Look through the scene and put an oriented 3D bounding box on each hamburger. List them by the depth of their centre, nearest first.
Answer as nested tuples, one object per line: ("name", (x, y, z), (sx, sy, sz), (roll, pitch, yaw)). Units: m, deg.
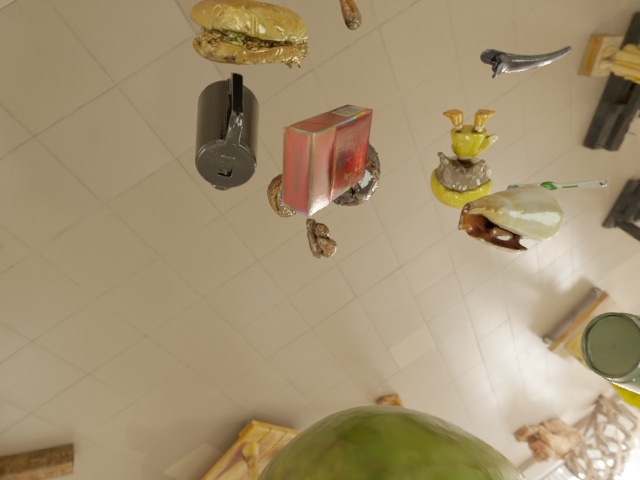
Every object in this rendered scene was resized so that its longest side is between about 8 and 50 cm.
("hamburger", (-0.192, -0.553, 1.135), (0.318, 0.318, 0.158), (-3, 117, -26))

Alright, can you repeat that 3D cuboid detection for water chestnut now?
("water chestnut", (0.074, -0.240, 1.560), (0.299, 0.300, 0.300), (-14, 127, -19))

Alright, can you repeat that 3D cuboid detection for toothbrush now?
("toothbrush", (0.697, -0.166, 1.275), (0.030, 0.304, 0.030), (-1, 93, -31))

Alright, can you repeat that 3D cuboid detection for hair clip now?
("hair clip", (0.564, -0.483, 1.134), (0.275, 0.083, 0.048), (-11, 151, -14))

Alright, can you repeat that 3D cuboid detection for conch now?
("conch", (0.422, -0.064, 0.958), (0.255, 0.127, 0.158), (12, 132, -17))

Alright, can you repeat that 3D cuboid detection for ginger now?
("ginger", (0.000, 0.000, 1.490), (0.073, 0.103, 0.162), (-44, 127, -38))

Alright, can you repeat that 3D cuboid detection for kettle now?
("kettle", (-0.267, -0.344, 1.305), (0.262, 0.308, 0.203), (-35, 133, 26))

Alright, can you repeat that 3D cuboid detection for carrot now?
("carrot", (0.067, -0.634, 1.118), (0.047, 0.191, 0.047), (-13, 159, -5))

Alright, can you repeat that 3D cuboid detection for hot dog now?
("hot dog", (-0.109, -0.165, 1.583), (0.160, 0.099, 0.227), (-36, 160, 12))

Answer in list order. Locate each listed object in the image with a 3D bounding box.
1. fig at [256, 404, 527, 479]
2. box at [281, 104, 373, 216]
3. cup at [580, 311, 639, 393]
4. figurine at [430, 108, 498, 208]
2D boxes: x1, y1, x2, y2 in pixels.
("fig", (0.081, 0.288, 0.397), (0.326, 0.258, 0.258), (11, 116, -37))
("box", (0.014, -0.117, 0.586), (0.175, 0.048, 0.112), (-40, 143, -50))
("cup", (0.397, 0.138, 0.502), (0.141, 0.120, 0.120), (20, 112, -17))
("figurine", (0.496, -0.278, 1.480), (0.187, 0.215, 0.344), (-31, 127, -42))
